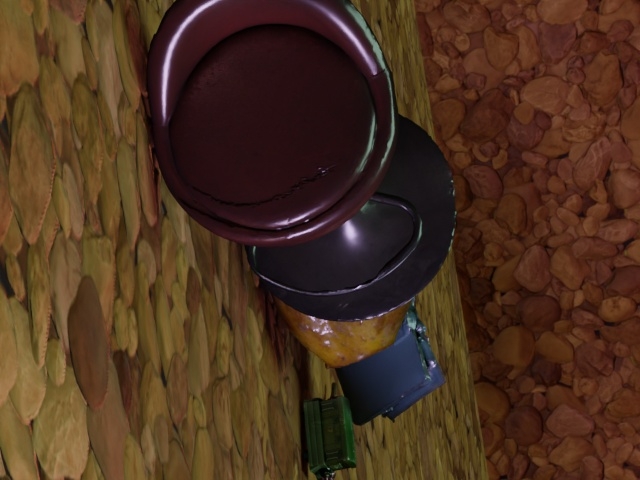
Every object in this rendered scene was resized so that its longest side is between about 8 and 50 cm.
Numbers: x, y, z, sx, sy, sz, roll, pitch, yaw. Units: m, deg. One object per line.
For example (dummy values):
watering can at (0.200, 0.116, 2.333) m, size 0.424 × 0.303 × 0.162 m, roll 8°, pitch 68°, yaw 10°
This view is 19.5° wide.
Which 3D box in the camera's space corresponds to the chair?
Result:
chair at (-0.016, -0.075, 1.671) m, size 0.401 × 0.226 × 0.227 m, roll 49°, pitch 36°, yaw -70°

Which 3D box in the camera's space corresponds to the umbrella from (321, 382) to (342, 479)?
umbrella at (0.014, 0.229, 2.172) m, size 0.165 × 0.025 × 0.027 m, roll -84°, pitch -174°, yaw -45°

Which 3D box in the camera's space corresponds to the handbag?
handbag at (0.058, 0.085, 2.085) m, size 0.144 × 0.057 × 0.221 m, roll -40°, pitch -119°, yaw 49°

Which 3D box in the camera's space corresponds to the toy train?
toy train at (0.010, 0.217, 2.057) m, size 0.038 × 0.056 × 0.093 m, roll 56°, pitch 26°, yaw -60°

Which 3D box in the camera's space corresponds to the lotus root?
lotus root at (0.024, -0.011, 1.964) m, size 0.193 × 0.193 × 0.291 m, roll 4°, pitch 81°, yaw -80°
